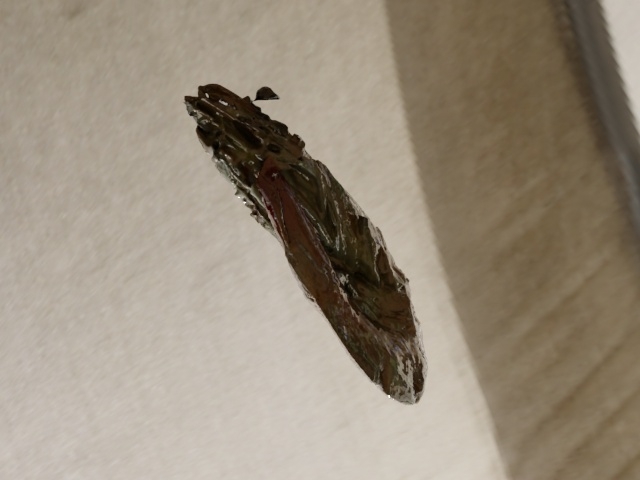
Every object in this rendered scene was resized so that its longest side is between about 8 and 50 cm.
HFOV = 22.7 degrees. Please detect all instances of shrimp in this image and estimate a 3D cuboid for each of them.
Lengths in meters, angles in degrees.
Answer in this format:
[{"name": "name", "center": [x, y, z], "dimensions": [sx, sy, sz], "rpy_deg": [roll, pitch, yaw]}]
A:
[{"name": "shrimp", "center": [0.000, 0.000, 0.714], "dimensions": [0.190, 0.042, 0.101], "rpy_deg": [53, -163, -30]}]
